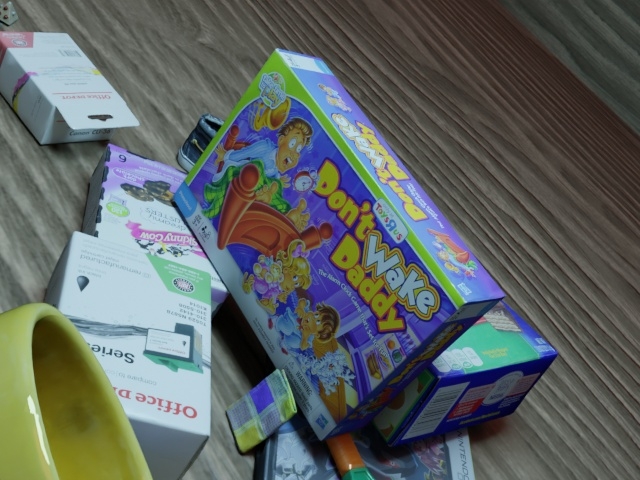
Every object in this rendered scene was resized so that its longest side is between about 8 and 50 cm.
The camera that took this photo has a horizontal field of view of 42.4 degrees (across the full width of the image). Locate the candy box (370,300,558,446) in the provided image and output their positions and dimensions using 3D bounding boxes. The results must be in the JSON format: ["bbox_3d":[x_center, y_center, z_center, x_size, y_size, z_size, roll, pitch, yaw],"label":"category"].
[{"bbox_3d":[0.098,0.085,1.041,0.268,0.122,0.317,1,37,-48],"label":"candy box"}]

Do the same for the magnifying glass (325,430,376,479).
[{"bbox_3d":[0.043,0.260,0.847,0.092,0.026,0.231,5,45,-38],"label":"magnifying glass"}]

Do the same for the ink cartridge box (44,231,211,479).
[{"bbox_3d":[-0.195,0.114,0.815,0.160,0.092,0.219,19,36,-23],"label":"ink cartridge box"}]

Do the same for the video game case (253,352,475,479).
[{"bbox_3d":[0.059,0.238,0.940,0.275,0.035,0.248,25,34,-16],"label":"video game case"}]

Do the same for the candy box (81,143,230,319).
[{"bbox_3d":[-0.196,-0.008,0.988,0.165,0.070,0.196,20,36,-24],"label":"candy box"}]

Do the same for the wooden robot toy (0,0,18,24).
[{"bbox_3d":[-0.504,-0.367,1.162,0.173,0.079,0.076,15,38,-30],"label":"wooden robot toy"}]

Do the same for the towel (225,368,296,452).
[{"bbox_3d":[-0.063,0.179,0.865,0.009,0.083,0.060,31,28,-46],"label":"towel"}]

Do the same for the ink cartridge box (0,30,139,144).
[{"bbox_3d":[-0.343,-0.192,1.095,0.115,0.067,0.198,-14,55,-49],"label":"ink cartridge box"}]

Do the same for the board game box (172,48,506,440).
[{"bbox_3d":[0.000,0.000,0.886,0.078,0.233,0.347,-2,50,-50],"label":"board game box"}]

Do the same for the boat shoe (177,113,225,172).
[{"bbox_3d":[-0.112,-0.100,1.171,0.183,0.083,0.065,33,33,-4],"label":"boat shoe"}]

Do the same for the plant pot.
[{"bbox_3d":[-0.235,0.197,0.506,0.239,0.254,0.254,-23,55,-7],"label":"plant pot"}]
